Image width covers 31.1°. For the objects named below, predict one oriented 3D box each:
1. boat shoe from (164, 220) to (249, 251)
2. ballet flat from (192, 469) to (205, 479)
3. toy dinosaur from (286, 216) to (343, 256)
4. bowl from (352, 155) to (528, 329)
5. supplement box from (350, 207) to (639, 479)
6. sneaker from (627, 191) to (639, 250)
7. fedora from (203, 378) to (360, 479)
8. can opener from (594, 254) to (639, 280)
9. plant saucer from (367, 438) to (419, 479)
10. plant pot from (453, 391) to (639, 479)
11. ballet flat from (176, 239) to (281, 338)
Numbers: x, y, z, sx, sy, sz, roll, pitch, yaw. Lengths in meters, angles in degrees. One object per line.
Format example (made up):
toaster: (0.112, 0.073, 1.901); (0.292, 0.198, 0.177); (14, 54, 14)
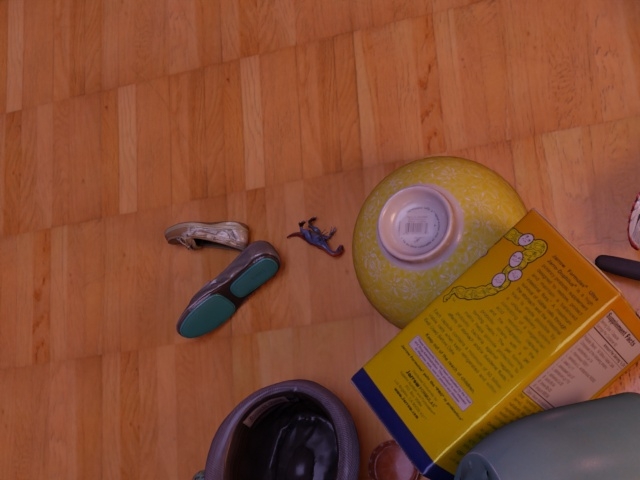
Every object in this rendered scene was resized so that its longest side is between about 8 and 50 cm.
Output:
boat shoe: (-0.194, -0.001, 1.946); (0.153, 0.056, 0.048); (-2, 70, 15)
ballet flat: (-0.141, 0.420, 1.799); (0.188, 0.070, 0.070); (33, 90, 27)
toy dinosaur: (0.000, 0.000, 1.885); (0.090, 0.047, 0.082); (-45, 69, 43)
bowl: (0.164, -0.008, 1.742); (0.289, 0.156, 0.289); (-6, 73, 21)
supplement box: (0.258, 0.167, 1.613); (0.356, 0.194, 0.195); (-43, 51, 6)
sneaker: (0.526, -0.073, 1.648); (0.093, 0.088, 0.225); (43, 94, 25)
fedora: (-0.045, 0.354, 1.742); (0.243, 0.124, 0.275); (-4, 64, 19)
can opener: (0.483, 0.053, 1.646); (0.186, 0.059, 0.073); (19, 84, 25)
plant saucer: (0.112, 0.344, 1.743); (0.083, 0.013, 0.083); (-7, 72, 21)
plant pot: (0.307, 0.350, 1.460); (0.235, 0.293, 0.293); (-3, 70, -18)
ballet flat: (-0.155, 0.080, 1.909); (0.213, 0.072, 0.068); (-39, 37, 7)
